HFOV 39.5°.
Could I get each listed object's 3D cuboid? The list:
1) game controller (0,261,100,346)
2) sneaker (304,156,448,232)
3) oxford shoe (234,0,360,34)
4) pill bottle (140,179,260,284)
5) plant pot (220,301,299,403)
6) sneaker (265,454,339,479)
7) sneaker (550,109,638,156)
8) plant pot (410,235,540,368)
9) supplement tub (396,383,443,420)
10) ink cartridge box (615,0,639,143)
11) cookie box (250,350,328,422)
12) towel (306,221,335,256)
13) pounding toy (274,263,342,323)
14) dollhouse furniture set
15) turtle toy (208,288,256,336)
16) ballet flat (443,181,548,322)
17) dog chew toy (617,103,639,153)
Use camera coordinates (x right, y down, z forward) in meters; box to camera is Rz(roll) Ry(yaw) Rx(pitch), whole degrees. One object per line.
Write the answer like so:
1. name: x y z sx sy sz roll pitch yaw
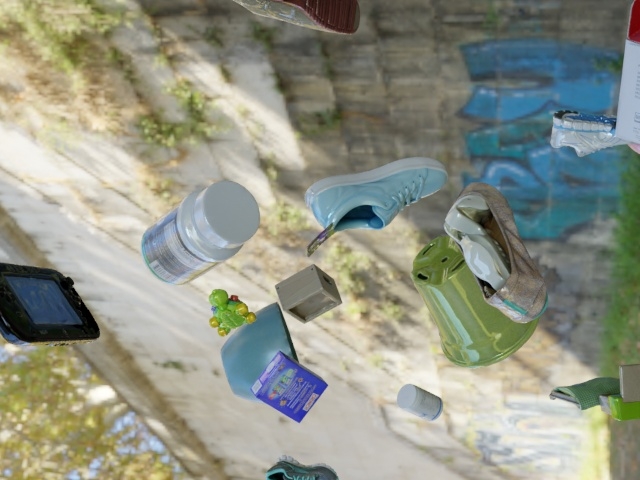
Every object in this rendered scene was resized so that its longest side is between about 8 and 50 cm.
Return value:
1. game controller: -0.494 0.114 1.565 0.067 0.166 0.319 -46 -12 5
2. sneaker: 0.154 -0.088 2.121 0.135 0.366 0.150 96 155 -54
3. oxford shoe: -0.062 -0.496 1.789 0.348 0.130 0.123 14 -101 -44
4. pill bottle: -0.324 -0.020 2.403 0.204 0.361 0.204 14 -116 -32
5. plant pot: -0.167 0.337 2.487 0.290 0.195 0.290 162 90 -88
6. sneaker: -0.040 0.484 1.797 0.076 0.166 0.065 -17 -76 -54
7. sneaker: 0.543 -0.202 1.754 0.071 0.190 0.083 -83 1 -57
8. plant pot: 0.354 0.125 2.164 0.254 0.276 0.276 51 -145 -28
9. supplement tub: 0.255 0.413 2.271 0.107 0.071 0.071 28 -122 -32
10. ink cartridge box: 0.682 -0.350 1.616 0.309 0.130 0.272 -36 -44 -30
11. cookie box: -0.056 0.265 1.609 0.092 0.107 0.040 -53 24 2
12. towel: 0.000 0.000 1.910 0.083 0.009 0.060 -43 -16 -14
13. pounding toy: -0.033 0.124 2.095 0.141 0.130 0.100 39 -154 -55
14. dollhouse furniture set: 0.720 0.334 2.196 0.301 0.197 0.151 180 88 -73
15. turtle toy: -0.206 0.153 1.975 0.066 0.095 0.130 66 -177 35
16. ballet flat: 0.255 -0.004 1.389 0.107 0.106 0.316 -57 31 25
17. dog chew toy: 0.865 -0.306 2.065 0.206 0.332 0.207 168 90 -80
